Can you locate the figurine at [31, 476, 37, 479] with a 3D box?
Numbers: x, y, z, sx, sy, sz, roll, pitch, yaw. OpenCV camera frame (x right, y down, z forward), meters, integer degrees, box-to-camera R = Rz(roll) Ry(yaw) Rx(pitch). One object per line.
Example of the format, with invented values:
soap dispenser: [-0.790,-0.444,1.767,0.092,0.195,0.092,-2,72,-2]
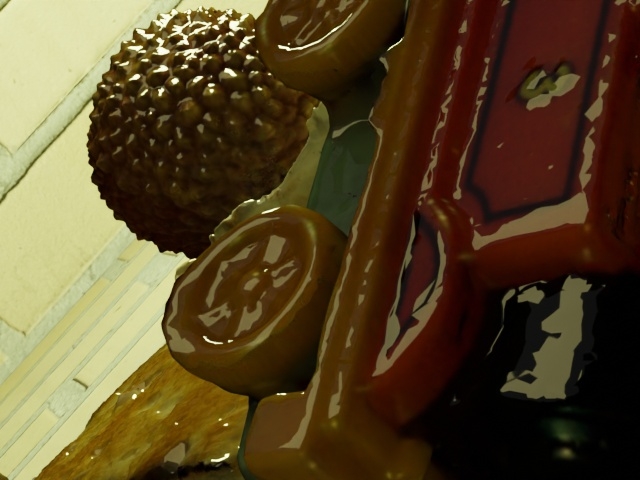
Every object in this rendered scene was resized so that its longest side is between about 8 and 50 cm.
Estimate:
figurine: [-0.262,0.256,1.656,0.083,0.050,0.047,-48,4,-10]

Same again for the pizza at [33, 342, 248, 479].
pizza: [-0.075,0.130,1.157,0.278,0.114,0.409,-47,9,-8]

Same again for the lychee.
lychee: [-0.100,-0.098,1.860,0.267,0.267,0.267,-45,9,10]

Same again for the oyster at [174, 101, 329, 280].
oyster: [-0.005,-0.005,1.420,0.233,0.107,0.161,-38,30,33]

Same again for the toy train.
toy train: [0.090,-0.030,0.732,0.231,0.163,0.369,-17,45,39]

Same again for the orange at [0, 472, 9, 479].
orange: [-0.283,0.260,0.965,0.357,0.322,0.322,-40,7,-19]
